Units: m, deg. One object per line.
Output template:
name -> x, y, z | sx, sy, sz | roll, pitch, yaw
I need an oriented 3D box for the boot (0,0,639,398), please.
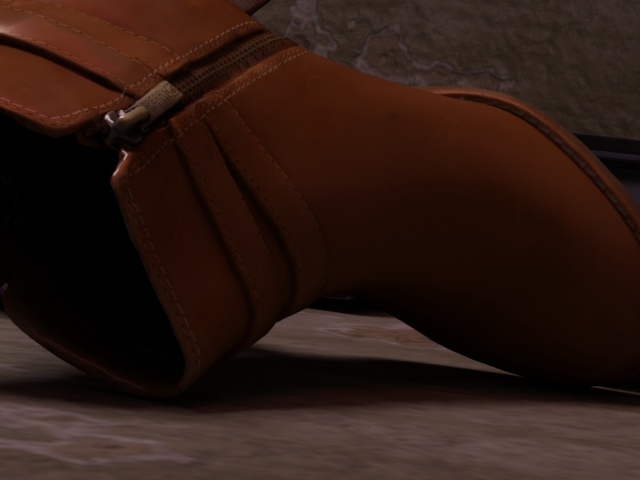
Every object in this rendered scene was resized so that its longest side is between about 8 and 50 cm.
boot -> -0.004, -0.007, 0.629 | 0.283, 0.109, 0.220 | 40, 25, -3

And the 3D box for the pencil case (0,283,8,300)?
pencil case -> -0.119, -0.015, 0.799 | 0.088, 0.086, 0.206 | -32, 22, -24

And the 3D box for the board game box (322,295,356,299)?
board game box -> 0.000, 0.000, 1.100 | 0.165, 0.042, 0.243 | 5, 5, 27

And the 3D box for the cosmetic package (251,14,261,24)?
cosmetic package -> -0.134, -0.087, 1.041 | 0.231, 0.086, 0.117 | 9, -17, 26

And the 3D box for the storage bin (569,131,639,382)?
storage bin -> 0.139, 0.021, 0.783 | 0.135, 0.098, 0.091 | 6, 30, -29
